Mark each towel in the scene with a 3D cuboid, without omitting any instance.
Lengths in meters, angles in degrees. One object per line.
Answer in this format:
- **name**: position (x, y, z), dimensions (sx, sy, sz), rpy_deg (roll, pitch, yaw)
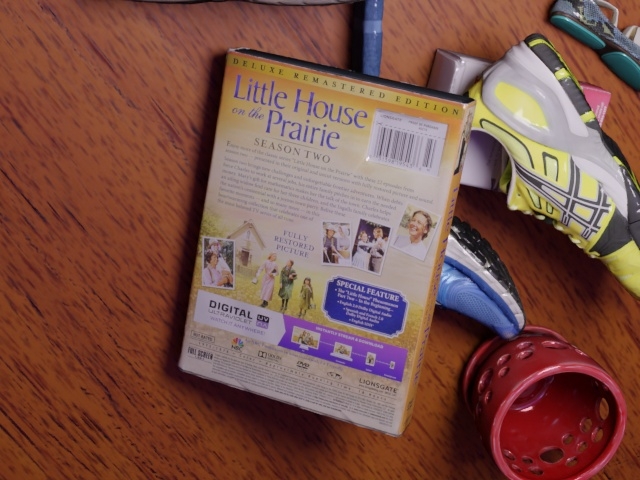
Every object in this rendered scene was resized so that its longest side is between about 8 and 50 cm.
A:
- **towel**: position (0.060, -0.261, 1.617), dimensions (0.029, 0.067, 0.119), rpy_deg (-2, 107, -13)

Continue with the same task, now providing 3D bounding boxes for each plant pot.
- **plant pot**: position (0.290, 0.213, 1.769), dimensions (0.191, 0.174, 0.191), rpy_deg (-6, 114, -13)

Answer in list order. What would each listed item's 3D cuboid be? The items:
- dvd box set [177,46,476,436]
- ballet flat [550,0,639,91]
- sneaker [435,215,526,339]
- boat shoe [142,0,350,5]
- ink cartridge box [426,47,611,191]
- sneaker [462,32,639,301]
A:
- **dvd box set**: position (0.000, 0.000, 1.607), dimensions (0.308, 0.062, 0.420), rpy_deg (14, 106, 16)
- **ballet flat**: position (0.382, -0.265, 1.708), dimensions (0.188, 0.070, 0.070), rpy_deg (34, 96, -25)
- **sneaker**: position (0.130, 0.035, 1.717), dimensions (0.330, 0.130, 0.147), rpy_deg (35, 110, -19)
- **boat shoe**: position (-0.071, -0.335, 1.505), dimensions (0.355, 0.132, 0.130), rpy_deg (0, 100, -4)
- **ink cartridge box**: position (0.239, -0.145, 1.690), dimensions (0.218, 0.092, 0.158), rpy_deg (10, 104, -20)
- **sneaker**: position (0.307, -0.070, 1.627), dimensions (0.147, 0.145, 0.384), rpy_deg (-30, 109, 15)
